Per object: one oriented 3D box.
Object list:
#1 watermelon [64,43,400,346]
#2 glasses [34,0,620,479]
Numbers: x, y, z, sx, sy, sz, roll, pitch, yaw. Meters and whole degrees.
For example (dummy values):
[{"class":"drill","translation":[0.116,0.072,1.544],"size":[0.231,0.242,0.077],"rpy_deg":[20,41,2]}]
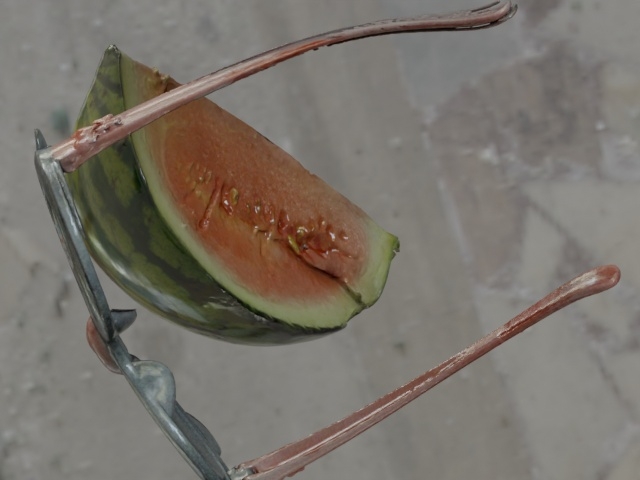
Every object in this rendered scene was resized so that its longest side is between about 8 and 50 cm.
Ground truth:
[{"class":"watermelon","translation":[-0.073,0.008,1.363],"size":[0.159,0.303,0.128],"rpy_deg":[-50,33,8]},{"class":"glasses","translation":[0.000,0.000,0.977],"size":[0.234,0.268,0.118],"rpy_deg":[64,178,-25]}]
